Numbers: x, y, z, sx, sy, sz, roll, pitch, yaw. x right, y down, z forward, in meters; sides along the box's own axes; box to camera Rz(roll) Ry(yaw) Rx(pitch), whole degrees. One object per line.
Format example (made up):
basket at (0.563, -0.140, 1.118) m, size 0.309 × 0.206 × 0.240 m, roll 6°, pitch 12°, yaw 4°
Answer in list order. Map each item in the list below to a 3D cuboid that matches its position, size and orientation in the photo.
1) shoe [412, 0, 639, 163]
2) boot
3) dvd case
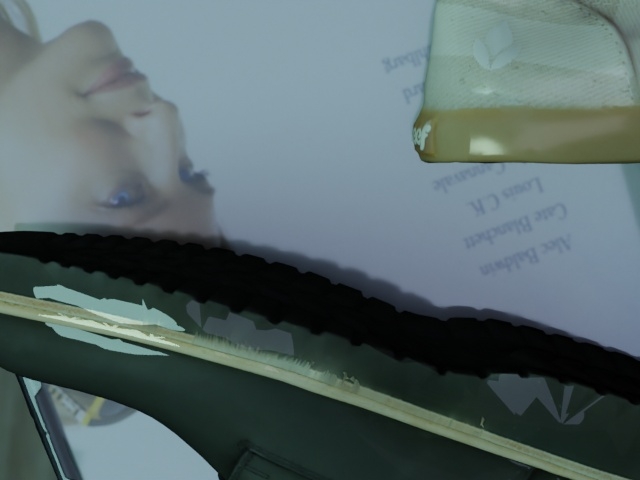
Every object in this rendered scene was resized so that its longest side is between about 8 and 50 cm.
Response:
shoe at (0.132, -0.042, 0.486) m, size 0.219 × 0.076 × 0.058 m, roll 2°, pitch 87°, yaw -11°
boot at (-0.007, 0.081, 0.491) m, size 0.198 × 0.077 × 0.137 m, roll 16°, pitch 100°, yaw 2°
dvd case at (0.000, 0.000, 0.529) m, size 0.180 × 0.022 × 0.253 m, roll -21°, pitch 94°, yaw 3°
